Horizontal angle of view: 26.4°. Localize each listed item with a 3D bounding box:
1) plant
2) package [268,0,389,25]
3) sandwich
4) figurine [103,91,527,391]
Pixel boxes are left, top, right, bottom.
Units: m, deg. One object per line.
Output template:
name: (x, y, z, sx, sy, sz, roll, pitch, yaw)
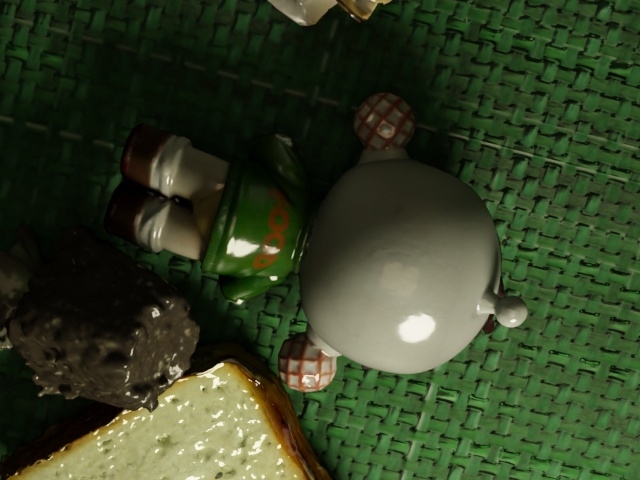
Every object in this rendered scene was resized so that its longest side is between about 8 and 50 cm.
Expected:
plant: (-0.216, 0.067, 1.197, 0.203, 0.131, 0.142, 28, 65, 21)
package: (-0.049, -0.320, 1.078, 0.311, 0.165, 0.221, 35, 102, -22)
sandwich: (-0.116, 0.261, 1.289, 0.271, 0.099, 0.301, -30, 101, 0)
figurine: (0.000, 0.000, 1.195, 0.370, 0.167, 0.281, 18, 99, 1)
